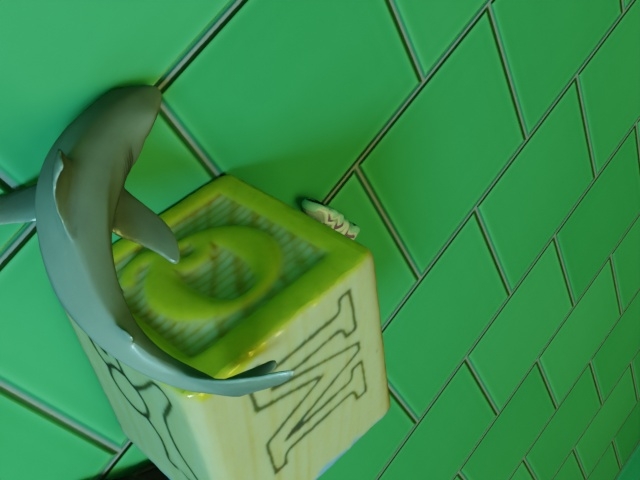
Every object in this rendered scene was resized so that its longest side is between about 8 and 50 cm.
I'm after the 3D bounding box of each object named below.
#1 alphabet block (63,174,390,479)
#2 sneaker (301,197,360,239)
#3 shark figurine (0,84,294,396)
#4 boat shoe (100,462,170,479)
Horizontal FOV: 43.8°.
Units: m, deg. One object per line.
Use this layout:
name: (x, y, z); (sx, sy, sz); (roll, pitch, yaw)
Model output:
alphabet block: (-0.074, 0.094, 0.683); (0.193, 0.192, 0.197); (-38, 138, -29)
sneaker: (0.000, 0.000, 0.828); (0.098, 0.038, 0.069); (31, 88, -52)
shark figurine: (-0.138, 0.000, 0.511); (0.166, 0.278, 0.116); (-18, 153, -20)
boat shoe: (-0.174, 0.267, 0.789); (0.190, 0.068, 0.072); (3, 123, -39)
